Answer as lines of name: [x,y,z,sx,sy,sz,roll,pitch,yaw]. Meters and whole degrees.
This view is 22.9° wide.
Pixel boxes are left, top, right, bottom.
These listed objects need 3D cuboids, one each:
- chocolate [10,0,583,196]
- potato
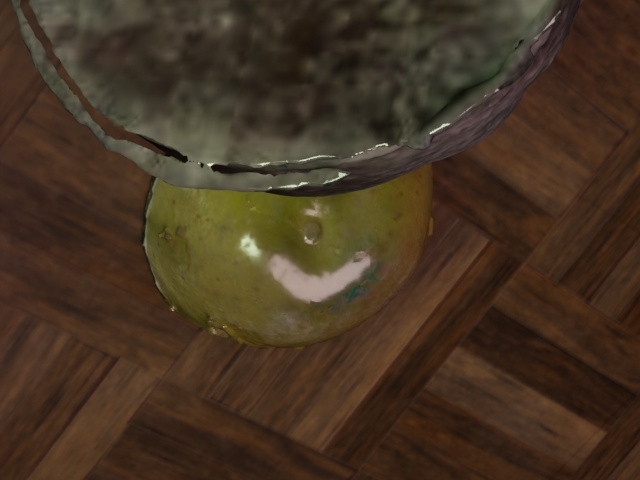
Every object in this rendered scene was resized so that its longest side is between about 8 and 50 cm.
chocolate: [0.013,-0.145,0.820,0.303,0.303,0.213,-44,161,2]
potato: [0.000,0.000,0.989,0.202,0.117,0.182,-17,123,-19]
